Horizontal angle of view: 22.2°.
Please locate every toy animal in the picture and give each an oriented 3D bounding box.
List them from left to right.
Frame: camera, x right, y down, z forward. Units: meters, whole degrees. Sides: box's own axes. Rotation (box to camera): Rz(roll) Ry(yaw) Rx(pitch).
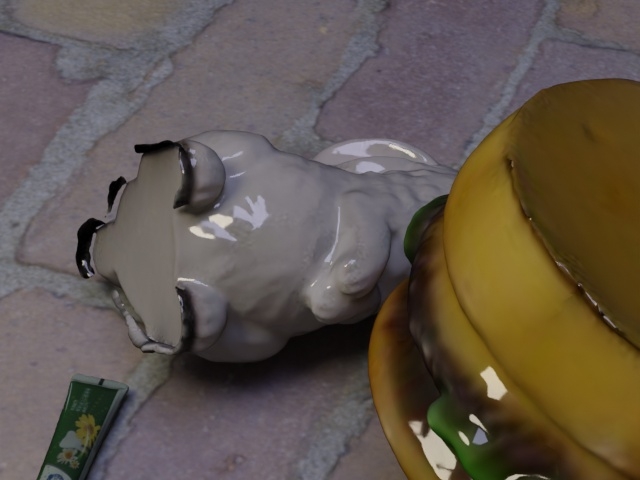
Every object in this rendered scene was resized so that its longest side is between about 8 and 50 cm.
[{"bbox_3d":[0.000,0.000,1.388,0.357,0.194,0.258,-3,16,-31],"label":"toy animal"}]

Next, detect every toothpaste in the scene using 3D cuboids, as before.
[{"bbox_3d":[-0.198,0.178,1.266,0.049,0.031,0.204,11,41,5],"label":"toothpaste"}]

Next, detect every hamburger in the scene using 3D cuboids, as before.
[{"bbox_3d":[0.220,0.092,1.177,0.395,0.277,0.396,18,37,-14],"label":"hamburger"}]
